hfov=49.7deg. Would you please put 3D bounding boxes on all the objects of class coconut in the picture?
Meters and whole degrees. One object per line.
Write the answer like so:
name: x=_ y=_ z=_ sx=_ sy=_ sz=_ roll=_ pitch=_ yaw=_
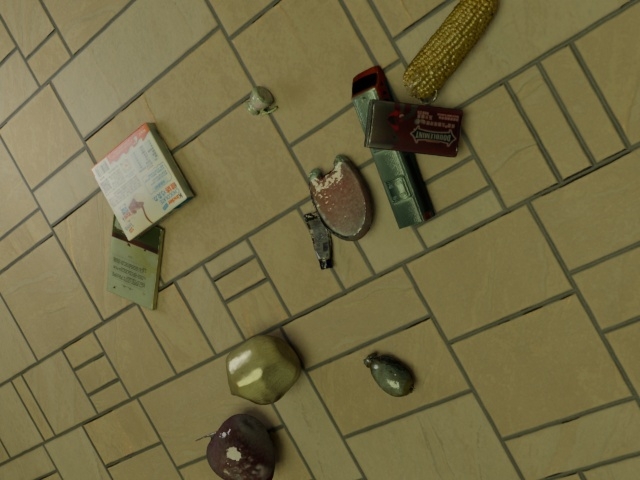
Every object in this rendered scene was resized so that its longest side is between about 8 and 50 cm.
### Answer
coconut: x=-0.175 y=0.382 z=2.009 sx=0.224 sy=0.224 sz=0.224 roll=7 pitch=107 yaw=24

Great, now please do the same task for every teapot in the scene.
teapot: x=-0.162 y=-0.373 z=1.879 sx=0.083 sy=0.064 sz=0.064 roll=33 pitch=129 yaw=-21

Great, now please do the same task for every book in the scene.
book: x=-0.599 y=0.067 z=2.224 sx=0.201 sy=0.026 sz=0.290 roll=20 pitch=112 yaw=20

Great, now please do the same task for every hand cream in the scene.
hand cream: x=0.000 y=0.000 z=1.914 sx=0.062 sy=0.039 sz=0.163 roll=-12 pitch=93 yaw=30

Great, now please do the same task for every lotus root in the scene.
lotus root: x=0.188 y=0.366 z=1.896 sx=0.165 sy=0.088 sz=0.088 roll=38 pitch=117 yaw=23

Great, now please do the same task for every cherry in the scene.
cherry: x=-0.246 y=0.645 z=2.122 sx=0.266 sy=0.183 sz=0.213 roll=38 pitch=126 yaw=10

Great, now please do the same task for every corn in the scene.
corn: x=0.299 y=-0.453 z=1.604 sx=0.106 sy=0.106 sz=0.293 roll=42 pitch=117 yaw=10

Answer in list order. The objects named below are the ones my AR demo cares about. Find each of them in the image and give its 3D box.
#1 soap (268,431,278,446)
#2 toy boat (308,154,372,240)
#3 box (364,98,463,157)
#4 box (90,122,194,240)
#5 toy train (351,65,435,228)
soap: x=-0.158 y=0.640 z=2.175 sx=0.034 sy=0.012 sz=0.089 roll=30 pitch=114 yaw=19
toy boat: x=0.062 y=-0.107 z=1.838 sx=0.155 sy=0.085 sz=0.228 roll=-27 pitch=80 yaw=21
box: x=0.221 y=-0.268 z=1.654 sx=0.224 sy=0.069 sz=0.120 roll=7 pitch=96 yaw=-5
box: x=-0.548 y=-0.177 z=2.108 sx=0.273 sy=0.048 sz=0.265 roll=-31 pitch=85 yaw=26
toy train: x=0.173 y=-0.233 z=1.735 sx=0.086 sy=0.089 sz=0.410 roll=-18 pitch=96 yaw=34
